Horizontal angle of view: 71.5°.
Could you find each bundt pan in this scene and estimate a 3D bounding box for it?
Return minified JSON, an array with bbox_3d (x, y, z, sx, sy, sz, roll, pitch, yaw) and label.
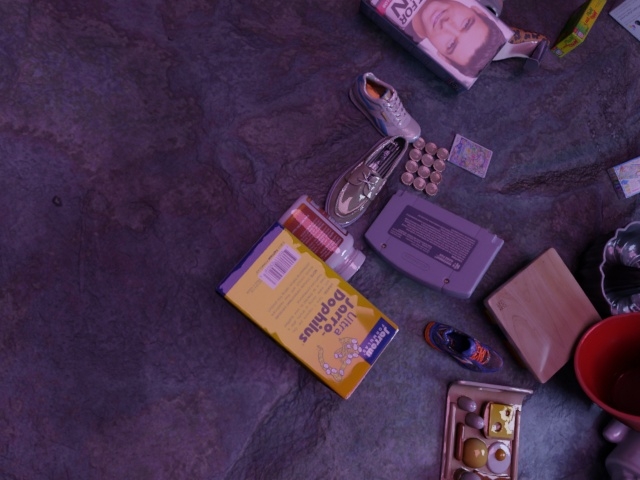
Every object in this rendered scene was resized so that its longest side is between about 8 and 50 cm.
[{"bbox_3d":[0.884,0.113,1.264,0.331,0.124,0.330,2,82,-12],"label":"bundt pan"}]

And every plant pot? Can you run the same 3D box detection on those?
[{"bbox_3d":[0.813,0.355,1.108,0.243,0.275,0.275,45,73,-34],"label":"plant pot"}]

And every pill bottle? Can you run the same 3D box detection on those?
[{"bbox_3d":[0.000,0.000,1.075,0.216,0.121,0.121,42,75,-4],"label":"pill bottle"}]

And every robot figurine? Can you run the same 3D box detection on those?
[{"bbox_3d":[0.907,0.581,1.161,0.353,0.199,0.300,-36,63,-16],"label":"robot figurine"}]

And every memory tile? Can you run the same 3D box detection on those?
[{"bbox_3d":[0.288,-0.204,1.225,0.113,0.012,0.148,21,78,-6],"label":"memory tile"}]

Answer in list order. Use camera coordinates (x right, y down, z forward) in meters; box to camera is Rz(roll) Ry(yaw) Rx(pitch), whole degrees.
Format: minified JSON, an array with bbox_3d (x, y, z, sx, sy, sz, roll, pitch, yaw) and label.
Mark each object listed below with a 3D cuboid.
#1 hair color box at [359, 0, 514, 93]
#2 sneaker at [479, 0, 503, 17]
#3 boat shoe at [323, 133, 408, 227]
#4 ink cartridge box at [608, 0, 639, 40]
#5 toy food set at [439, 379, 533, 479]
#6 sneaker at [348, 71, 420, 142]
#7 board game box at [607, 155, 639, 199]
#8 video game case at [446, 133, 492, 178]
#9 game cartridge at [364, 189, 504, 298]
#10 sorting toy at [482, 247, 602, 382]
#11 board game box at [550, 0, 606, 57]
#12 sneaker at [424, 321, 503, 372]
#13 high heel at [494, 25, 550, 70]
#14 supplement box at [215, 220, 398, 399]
[{"bbox_3d":[0.308,-0.596,1.206,0.374,0.113,0.185,37,101,-6],"label":"hair color box"},{"bbox_3d":[0.414,-0.708,1.287,0.272,0.100,0.107,8,86,-12],"label":"sneaker"},{"bbox_3d":[0.114,-0.162,1.138,0.109,0.094,0.302,37,76,-6],"label":"boat shoe"},{"bbox_3d":[1.128,-0.756,1.408,0.270,0.198,0.197,37,75,-5],"label":"ink cartridge box"},{"bbox_3d":[0.428,0.518,1.115,0.220,0.092,0.306,10,80,-11],"label":"toy food set"},{"bbox_3d":[0.178,-0.347,1.182,0.229,0.092,0.087,39,74,-7],"label":"sneaker"},{"bbox_3d":[0.975,-0.200,1.380,0.154,0.026,0.103,-20,87,-15],"label":"board game box"},{"bbox_3d":[0.425,-0.240,1.265,0.122,0.011,0.087,24,78,-9],"label":"video game case"},{"bbox_3d":[0.270,0.010,1.109,0.297,0.062,0.198,31,79,24],"label":"game cartridge"},{"bbox_3d":[0.584,0.196,1.199,0.255,0.089,0.257,-34,90,-16],"label":"sorting toy"},{"bbox_3d":[0.795,-0.663,1.370,0.043,0.092,0.181,36,76,-6],"label":"board game box"},{"bbox_3d":[0.376,0.282,1.139,0.221,0.087,0.083,25,78,-8],"label":"sneaker"},{"bbox_3d":[0.554,-0.613,1.331,0.261,0.093,0.186,33,54,5],"label":"high heel"},{"bbox_3d":[-0.041,0.155,1.004,0.356,0.194,0.195,41,75,-4],"label":"supplement box"}]
